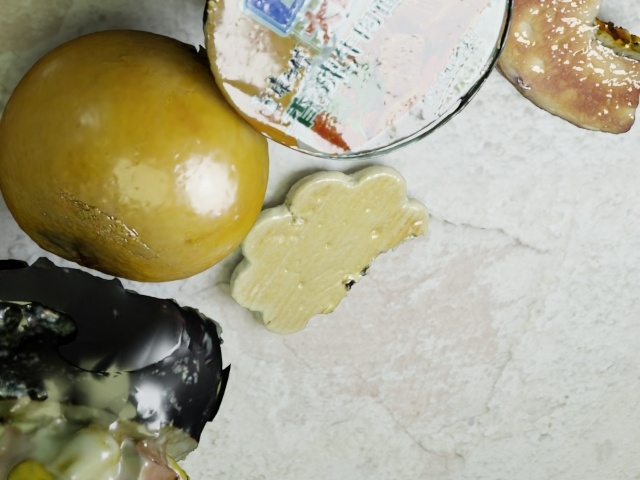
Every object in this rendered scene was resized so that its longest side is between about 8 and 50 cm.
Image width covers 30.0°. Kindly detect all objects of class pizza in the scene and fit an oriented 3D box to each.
[{"bbox_3d":[0.270,-0.224,1.324,0.161,0.086,0.305,-25,130,28],"label":"pizza"}]

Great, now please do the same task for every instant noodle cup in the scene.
[{"bbox_3d":[0.010,-0.252,1.132,0.296,0.214,0.296,-9,127,-13],"label":"instant noodle cup"}]

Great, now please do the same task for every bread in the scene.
[{"bbox_3d":[0.000,0.000,1.419,0.251,0.039,0.182,-39,127,10],"label":"bread"}]

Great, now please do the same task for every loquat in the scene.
[{"bbox_3d":[-0.180,-0.078,1.157,0.263,0.263,0.263,-9,126,-13],"label":"loquat"}]

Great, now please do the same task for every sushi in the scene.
[{"bbox_3d":[-0.276,0.186,1.236,0.327,0.328,0.285,12,76,-12],"label":"sushi"}]
